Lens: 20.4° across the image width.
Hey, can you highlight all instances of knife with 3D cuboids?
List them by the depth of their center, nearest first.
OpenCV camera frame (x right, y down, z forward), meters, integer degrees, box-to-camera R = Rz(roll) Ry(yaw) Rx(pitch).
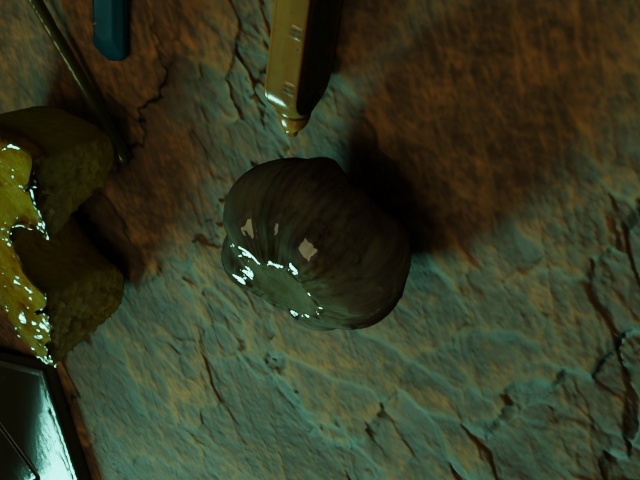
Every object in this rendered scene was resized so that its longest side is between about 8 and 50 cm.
[{"bbox_3d":[-0.160,-0.251,1.326,0.044,0.026,0.296,23,139,16],"label":"knife"}]

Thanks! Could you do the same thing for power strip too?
[{"bbox_3d":[-0.011,-0.140,1.229,0.028,0.049,0.178,30,138,20],"label":"power strip"}]

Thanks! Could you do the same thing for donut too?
[{"bbox_3d":[-0.253,-0.030,1.532,0.152,0.101,0.259,39,147,27],"label":"donut"}]

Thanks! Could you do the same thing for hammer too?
[{"bbox_3d":[-0.198,-0.150,1.457,0.060,0.028,0.195,-16,109,45],"label":"hammer"}]

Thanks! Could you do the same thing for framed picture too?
[{"bbox_3d":[-0.317,0.226,1.867,0.192,0.018,0.265,9,125,35],"label":"framed picture"}]

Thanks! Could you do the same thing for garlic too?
[{"bbox_3d":[0.000,0.000,1.287,0.147,0.102,0.159,45,157,-9],"label":"garlic"}]
